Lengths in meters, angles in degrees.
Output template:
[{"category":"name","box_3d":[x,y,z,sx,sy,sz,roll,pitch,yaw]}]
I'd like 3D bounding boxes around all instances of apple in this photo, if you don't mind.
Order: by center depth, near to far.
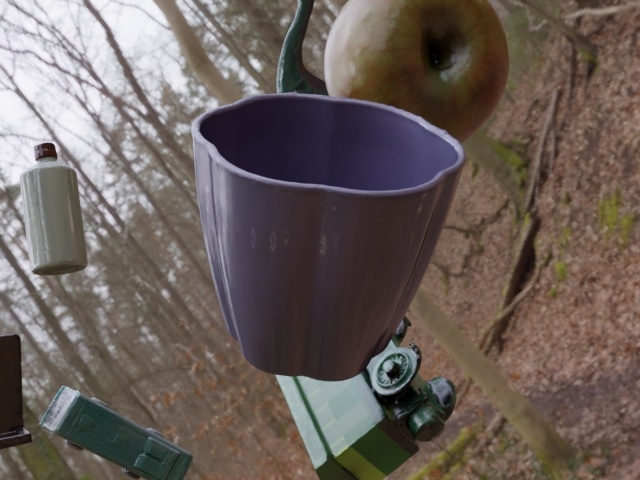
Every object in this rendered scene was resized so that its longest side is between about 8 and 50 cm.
[{"category":"apple","box_3d":[0.130,-0.249,1.062,0.264,0.264,0.264,-40,-7,-6]}]

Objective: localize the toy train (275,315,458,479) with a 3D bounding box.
[{"category":"toy train","box_3d":[0.048,0.185,0.973,0.202,0.120,0.301,-40,34,3]}]

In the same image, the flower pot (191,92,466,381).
[{"category":"flower pot","box_3d":[-0.003,-0.003,0.763,0.265,0.265,0.243,-33,-41,-47]}]

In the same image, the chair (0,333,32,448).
[{"category":"chair","box_3d":[-0.696,0.304,1.456,0.203,0.241,0.416,-5,-13,-27]}]

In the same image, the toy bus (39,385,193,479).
[{"category":"toy bus","box_3d":[-0.335,0.338,1.227,0.109,0.261,0.091,-4,55,55]}]

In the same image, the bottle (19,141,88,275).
[{"category":"bottle","box_3d":[-0.499,-0.062,1.360,0.104,0.245,0.104,-10,-9,-2]}]

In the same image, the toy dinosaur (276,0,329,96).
[{"category":"toy dinosaur","box_3d":[0.028,-0.300,1.496,0.331,0.383,0.129,-54,23,22]}]
